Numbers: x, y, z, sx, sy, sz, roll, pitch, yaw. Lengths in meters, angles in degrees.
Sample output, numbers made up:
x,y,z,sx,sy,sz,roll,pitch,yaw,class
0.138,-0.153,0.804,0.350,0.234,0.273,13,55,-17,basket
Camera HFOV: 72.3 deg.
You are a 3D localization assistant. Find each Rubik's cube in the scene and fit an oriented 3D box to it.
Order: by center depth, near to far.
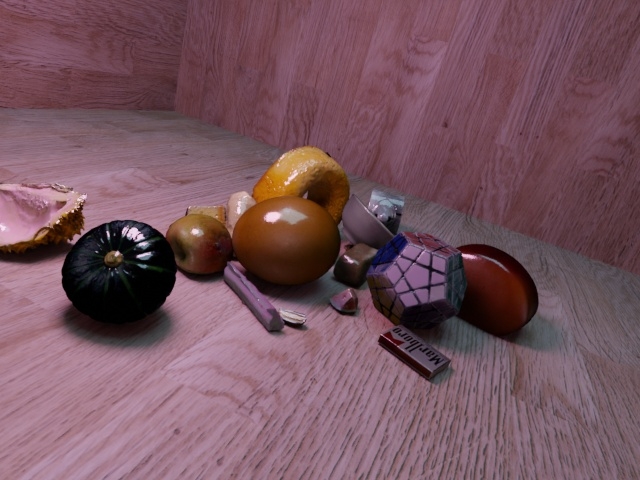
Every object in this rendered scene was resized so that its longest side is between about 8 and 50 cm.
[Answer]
x,y,z,sx,sy,sz,roll,pitch,yaw,class
0.304,0.125,1.387,0.264,0.319,0.319,39,17,-13,Rubik's cube

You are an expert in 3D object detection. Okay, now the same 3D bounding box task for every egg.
x,y,z,sx,sy,sz,roll,pitch,yaw,class
-0.103,0.001,1.380,0.351,0.283,0.282,3,24,-23,egg

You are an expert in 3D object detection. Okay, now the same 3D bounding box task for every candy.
x,y,z,sx,sy,sz,roll,pitch,yaw,class
0.139,0.083,1.601,0.104,0.102,0.234,23,20,19,candy

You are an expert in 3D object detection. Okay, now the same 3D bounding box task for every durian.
x,y,z,sx,sy,sz,roll,pitch,yaw,class
-0.808,-0.043,1.181,0.304,0.186,0.196,11,40,-2,durian

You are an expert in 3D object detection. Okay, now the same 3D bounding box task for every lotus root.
x,y,z,sx,sy,sz,roll,pitch,yaw,class
-0.081,0.216,1.209,0.083,0.030,0.037,15,52,6,lotus root

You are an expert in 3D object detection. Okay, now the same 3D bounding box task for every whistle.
x,y,z,sx,sy,sz,roll,pitch,yaw,class
0.319,-0.122,2.206,0.168,0.188,0.405,14,-13,8,whistle

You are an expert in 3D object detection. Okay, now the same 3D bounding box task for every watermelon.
x,y,z,sx,sy,sz,roll,pitch,yaw,class
0.075,0.180,1.361,0.092,0.072,0.084,12,4,2,watermelon

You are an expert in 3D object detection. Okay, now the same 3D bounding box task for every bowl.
x,y,z,sx,sy,sz,roll,pitch,yaw,class
0.180,-0.040,1.782,0.289,0.146,0.289,46,8,-9,bowl

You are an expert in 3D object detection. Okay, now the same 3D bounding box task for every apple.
x,y,z,sx,sy,sz,roll,pitch,yaw,class
-0.364,0.009,1.349,0.207,0.174,0.188,45,34,23,apple

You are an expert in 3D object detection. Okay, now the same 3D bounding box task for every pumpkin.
x,y,z,sx,sy,sz,roll,pitch,yaw,class
-0.467,0.084,1.048,0.247,0.248,0.248,14,21,-6,pumpkin

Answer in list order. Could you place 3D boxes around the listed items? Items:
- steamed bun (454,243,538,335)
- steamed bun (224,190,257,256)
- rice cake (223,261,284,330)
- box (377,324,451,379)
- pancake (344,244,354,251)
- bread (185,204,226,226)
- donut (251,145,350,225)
x,y,z,sx,sy,sz,roll,pitch,yaw,class
0.579,0.148,1.554,0.379,0.248,0.235,28,23,30,steamed bun
-0.250,-0.063,1.525,0.110,0.213,0.231,-8,15,23,steamed bun
-0.192,0.148,1.231,0.051,0.081,0.290,-17,36,-33,rice cake
0.260,0.307,1.218,0.177,0.036,0.115,32,26,36,box
0.154,0.040,1.840,0.114,0.011,0.115,14,21,-6,pancake
-0.397,-0.054,1.502,0.147,0.152,0.127,3,14,-32,bread
-0.057,-0.175,1.748,0.435,0.378,0.163,-10,33,-39,donut
